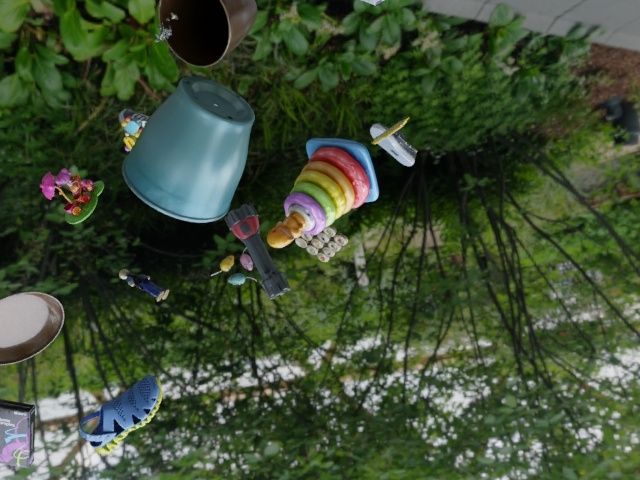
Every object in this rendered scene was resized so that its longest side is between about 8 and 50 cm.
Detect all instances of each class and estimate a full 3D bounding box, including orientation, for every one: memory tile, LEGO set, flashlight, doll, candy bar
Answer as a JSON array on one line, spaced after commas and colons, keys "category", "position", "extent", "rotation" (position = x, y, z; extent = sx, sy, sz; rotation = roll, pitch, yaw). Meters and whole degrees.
[{"category": "memory tile", "position": [0.000, 0.000, 1.499], "extent": [0.012, 0.113, 0.148], "rotation": [-56, -174, -37]}, {"category": "LEGO set", "position": [-0.375, -0.518, 1.362], "extent": [0.083, 0.023, 0.054], "rotation": [-52, 172, 27]}, {"category": "flashlight", "position": [-0.194, 0.037, 1.754], "extent": [0.103, 0.304, 0.103], "rotation": [-23, 172, -42]}, {"category": "doll", "position": [-0.644, 0.153, 1.993], "extent": [0.189, 0.046, 0.129], "rotation": [28, -169, 10]}, {"category": "candy bar", "position": [0.217, -0.341, 1.736], "extent": [0.040, 0.018, 0.161], "rotation": [-47, -167, -35]}]

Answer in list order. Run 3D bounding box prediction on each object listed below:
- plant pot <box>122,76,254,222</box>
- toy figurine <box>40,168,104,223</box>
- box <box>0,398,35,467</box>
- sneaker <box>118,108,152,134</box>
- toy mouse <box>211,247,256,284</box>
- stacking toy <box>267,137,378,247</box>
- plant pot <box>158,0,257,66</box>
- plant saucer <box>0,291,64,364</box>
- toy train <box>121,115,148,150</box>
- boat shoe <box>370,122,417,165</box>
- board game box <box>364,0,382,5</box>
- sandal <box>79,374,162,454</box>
[{"category": "plant pot", "position": [-0.285, -0.225, 1.294], "extent": [0.272, 0.271, 0.255], "rotation": [-1, 136, -46]}, {"category": "toy figurine", "position": [-0.802, -0.166, 1.762], "extent": [0.130, 0.173, 0.159], "rotation": [21, 160, 37]}, {"category": "box", "position": [-0.699, 0.427, 1.232], "extent": [0.116, 0.162, 0.029], "rotation": [11, -161, -3]}, {"category": "sneaker", "position": [-0.574, -0.389, 1.846], "extent": [0.153, 0.282, 0.099], "rotation": [-39, 136, 6]}, {"category": "toy mouse", "position": [-0.283, 0.100, 1.945], "extent": [0.161, 0.143, 0.031], "rotation": [-51, 166, -12]}, {"category": "stacking toy", "position": [-0.015, -0.080, 1.214], "extent": [0.175, 0.165, 0.302], "rotation": [12, -134, 34]}, {"category": "plant pot", "position": [-0.271, -0.599, 1.475], "extent": [0.215, 0.215, 0.230], "rotation": [-16, -159, 35]}, {"category": "plant saucer", "position": [-0.676, 0.187, 1.230], "extent": [0.199, 0.036, 0.198], "rotation": [-31, 142, -28]}, {"category": "toy train", "position": [-0.528, -0.305, 1.663], "extent": [0.125, 0.046, 0.166], "rotation": [14, 136, 9]}, {"category": "boat shoe", "position": [0.261, -0.347, 1.915], "extent": [0.228, 0.076, 0.080], "rotation": [35, 167, -33]}, {"category": "board game box", "position": [0.101, -0.830, 1.647], "extent": [0.142, 0.275, 0.144], "rotation": [-39, 147, -29]}, {"category": "sandal", "position": [-0.638, 0.549, 1.760], "extent": [0.317, 0.126, 0.138], "rotation": [-45, 135, 1]}]
